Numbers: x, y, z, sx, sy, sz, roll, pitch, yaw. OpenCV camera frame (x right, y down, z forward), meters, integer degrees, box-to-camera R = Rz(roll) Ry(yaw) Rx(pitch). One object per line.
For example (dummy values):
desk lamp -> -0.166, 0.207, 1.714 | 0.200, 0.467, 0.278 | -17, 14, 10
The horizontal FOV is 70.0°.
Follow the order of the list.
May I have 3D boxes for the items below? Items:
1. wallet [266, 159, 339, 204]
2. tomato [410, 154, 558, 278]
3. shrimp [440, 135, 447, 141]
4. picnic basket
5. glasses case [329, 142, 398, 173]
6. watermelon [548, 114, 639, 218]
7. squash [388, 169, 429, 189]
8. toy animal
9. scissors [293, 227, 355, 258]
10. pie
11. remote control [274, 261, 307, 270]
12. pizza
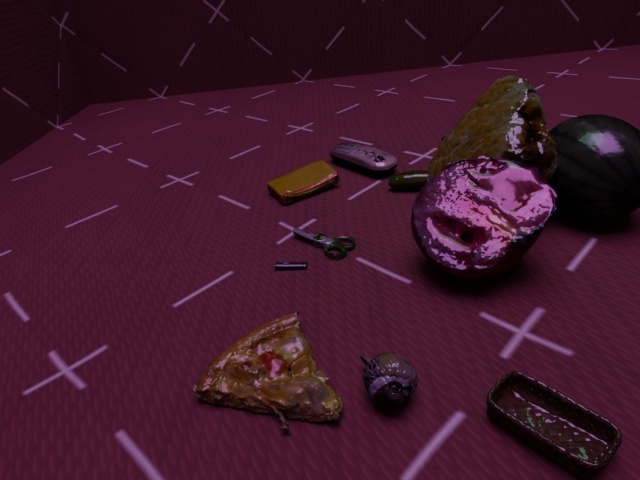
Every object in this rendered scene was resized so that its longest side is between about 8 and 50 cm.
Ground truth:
wallet -> -0.058, -0.205, 1.654 | 0.241, 0.067, 0.141 | -25, 41, -19
tomato -> 0.402, -0.053, 1.147 | 0.335, 0.176, 0.290 | -43, 58, 3
shrimp -> 0.607, -0.382, 1.812 | 0.294, 0.062, 0.154 | 27, 33, 38
picnic basket -> 0.379, 0.303, 0.760 | 0.110, 0.055, 0.193 | -28, 37, -32
glasses case -> 0.162, -0.323, 1.778 | 0.122, 0.075, 0.314 | -25, 36, -31
watermelon -> 0.761, -0.213, 1.298 | 0.278, 0.279, 0.359 | -11, 27, -6
squash -> 0.362, -0.206, 1.564 | 0.257, 0.069, 0.069 | 2, 33, 13
toy animal -> 0.114, 0.260, 0.854 | 0.137, 0.098, 0.098 | 0, 28, 44
scissors -> 0.000, 0.000, 1.341 | 0.204, 0.027, 0.101 | 18, 37, 31
pie -> 0.496, -0.269, 1.364 | 0.180, 0.395, 0.418 | 25, 46, -26
remote control -> -0.081, 0.067, 1.259 | 0.091, 0.016, 0.034 | -1, 28, 7
pizza -> -0.066, 0.257, 0.901 | 0.287, 0.075, 0.280 | 18, 40, 34
